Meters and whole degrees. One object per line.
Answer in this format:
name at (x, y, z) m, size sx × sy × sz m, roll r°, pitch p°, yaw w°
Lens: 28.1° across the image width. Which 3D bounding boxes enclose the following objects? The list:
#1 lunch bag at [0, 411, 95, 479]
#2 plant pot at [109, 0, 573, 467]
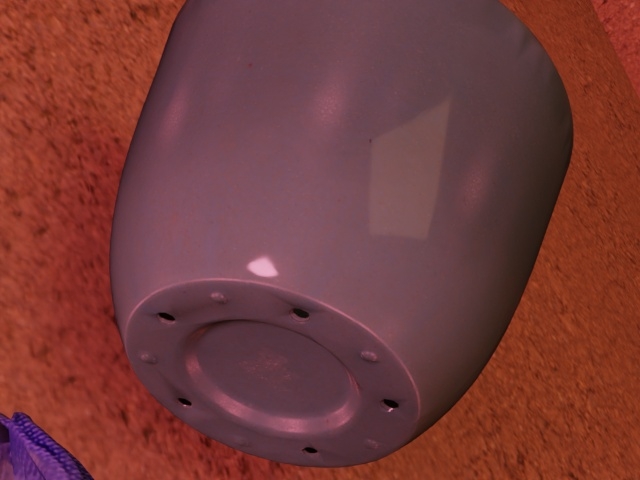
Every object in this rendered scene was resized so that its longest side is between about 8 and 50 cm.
lunch bag at (-0.079, 0.279, 0.319) m, size 0.385 × 0.238 × 0.328 m, roll -88°, pitch 167°, yaw -57°
plant pot at (0.000, 0.000, 0.817) m, size 0.293 × 0.293 × 0.235 m, roll 41°, pitch 46°, yaw -25°
